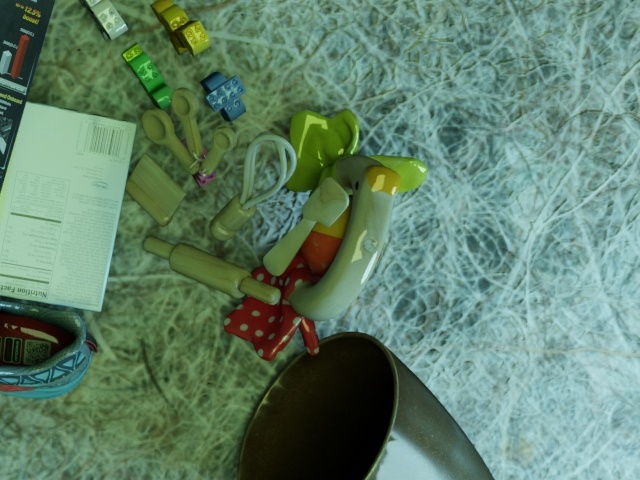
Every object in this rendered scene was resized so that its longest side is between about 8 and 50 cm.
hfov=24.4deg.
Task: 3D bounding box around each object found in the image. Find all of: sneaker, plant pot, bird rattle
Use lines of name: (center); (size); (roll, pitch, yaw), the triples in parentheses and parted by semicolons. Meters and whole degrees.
sneaker: (-0.336, 0.086, 1.360); (0.262, 0.125, 0.104); (0, 70, -21)
plant pot: (0.073, 0.238, 1.489); (0.230, 0.215, 0.215); (34, 87, -32)
bird rattle: (0.000, 0.000, 1.421); (0.143, 0.207, 0.253); (30, 85, -17)

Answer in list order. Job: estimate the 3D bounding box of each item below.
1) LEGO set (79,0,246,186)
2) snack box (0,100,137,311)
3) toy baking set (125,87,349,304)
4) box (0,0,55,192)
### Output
LEGO set: (-0.133, -0.164, 1.410); (0.087, 0.093, 0.227); (-36, 106, -9)
snack box: (-0.348, -0.051, 1.380); (0.322, 0.060, 0.187); (11, 93, -18)
toy baking set: (-0.090, -0.032, 1.373); (0.030, 0.256, 0.197); (-36, 142, -43)
box: (-0.374, -0.186, 1.218); (0.307, 0.076, 0.242); (18, 86, -47)
